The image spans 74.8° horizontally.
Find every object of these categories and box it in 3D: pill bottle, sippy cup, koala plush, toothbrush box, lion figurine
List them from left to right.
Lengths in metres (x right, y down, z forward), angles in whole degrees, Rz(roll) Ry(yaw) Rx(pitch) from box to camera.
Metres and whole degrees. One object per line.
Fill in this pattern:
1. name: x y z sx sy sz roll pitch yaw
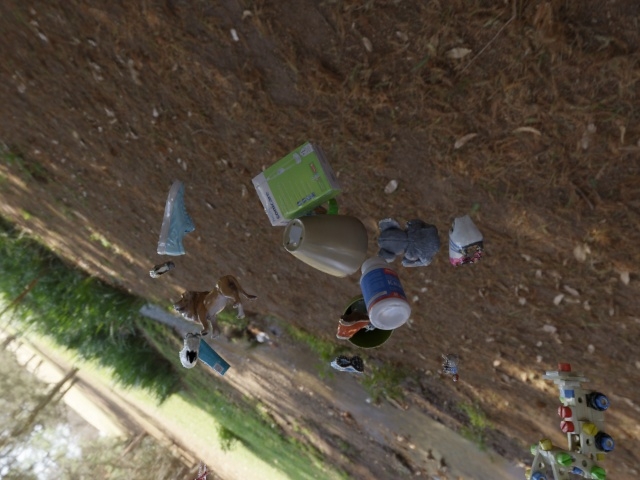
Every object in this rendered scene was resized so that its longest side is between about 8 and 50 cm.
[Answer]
1. lion figurine: -0.435 0.248 1.751 0.392 0.240 0.142 -35 147 17
2. toothbrush box: -0.090 -0.210 1.597 0.283 0.122 0.207 -30 80 22
3. sippy cup: -0.012 -0.054 1.999 0.240 0.305 0.224 51 -173 -32
4. pill bottle: 0.189 0.152 1.285 0.124 0.222 0.125 -4 127 -6
5. koala plush: 0.321 0.004 1.607 0.221 0.197 0.203 8 180 -12

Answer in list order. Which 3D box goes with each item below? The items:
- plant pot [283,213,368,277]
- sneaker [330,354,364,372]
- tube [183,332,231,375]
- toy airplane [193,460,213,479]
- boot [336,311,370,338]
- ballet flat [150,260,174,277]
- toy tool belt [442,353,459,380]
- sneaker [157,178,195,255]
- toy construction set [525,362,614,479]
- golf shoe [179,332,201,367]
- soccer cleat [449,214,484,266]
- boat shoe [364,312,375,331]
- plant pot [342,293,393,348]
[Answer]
1. plant pot: 0.000 0.000 1.620 0.273 0.257 0.256 14 167 -42
2. sneaker: 0.110 0.506 1.713 0.162 0.064 0.073 23 143 -30
3. tube: -0.469 0.480 1.747 0.207 0.080 0.052 40 162 2
4. toy airplane: -0.462 0.925 1.625 0.028 0.151 0.151 23 157 -32
5. boot: 0.118 0.305 1.498 0.059 0.157 0.085 30 113 43
6. ballet flat: -0.566 0.104 1.474 0.114 0.041 0.041 -24 119 20
7. toy tool belt: 0.418 0.407 1.349 0.051 0.052 0.084 1 100 37
8. sneaker: -0.667 -0.105 1.994 0.149 0.367 0.135 11 174 -17
9. toy construction set: 0.656 0.485 1.106 0.214 0.329 0.151 4 179 -7
10. golf shoe: -0.463 0.409 1.477 0.069 0.086 0.176 5 127 -16
11. soccer cleat: 0.519 0.001 1.508 0.115 0.143 0.331 -16 163 7
12. boat shoe: 0.235 0.362 1.907 0.079 0.254 0.095 61 162 1
13. plant pot: 0.243 0.399 2.275 0.274 0.275 0.293 40 -173 -6
